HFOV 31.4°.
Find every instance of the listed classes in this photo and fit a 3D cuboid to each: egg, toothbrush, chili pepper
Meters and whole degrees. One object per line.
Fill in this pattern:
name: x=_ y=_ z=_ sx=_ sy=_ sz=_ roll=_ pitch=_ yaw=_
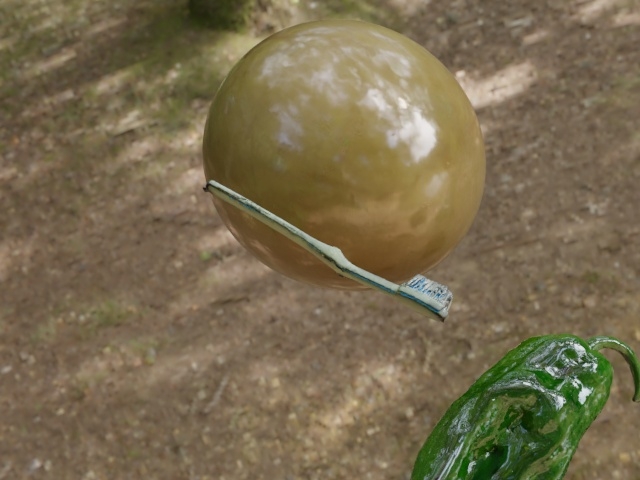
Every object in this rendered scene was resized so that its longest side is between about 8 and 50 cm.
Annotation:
egg: x=0.026 y=-0.095 z=1.276 sx=0.301 sy=0.301 sz=0.374 roll=-28 pitch=22 yaw=-21
toothbrush: x=-0.004 y=0.004 z=0.966 sx=0.294 sy=0.026 sz=0.028 roll=24 pitch=64 yaw=37
chili pepper: x=0.111 y=0.145 z=0.709 sx=0.100 sy=0.074 sz=0.257 roll=27 pitch=65 yaw=22
